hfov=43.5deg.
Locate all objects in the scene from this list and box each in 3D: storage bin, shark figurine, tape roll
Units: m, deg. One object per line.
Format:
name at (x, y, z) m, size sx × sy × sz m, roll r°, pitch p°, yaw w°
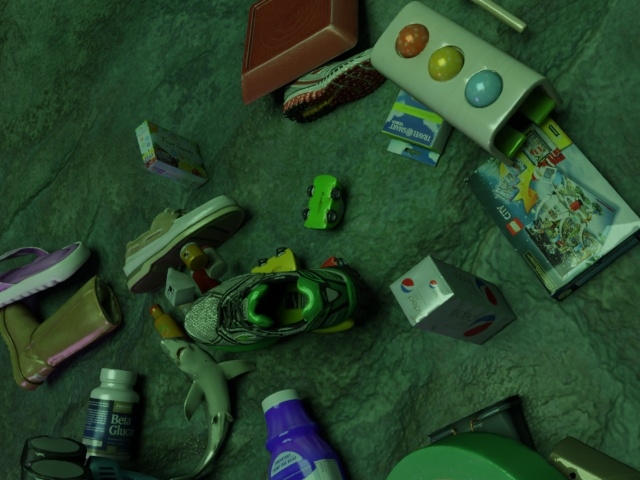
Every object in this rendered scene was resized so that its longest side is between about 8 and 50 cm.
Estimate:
storage bin at (0.229, 0.283, 1.115) m, size 0.135 × 0.098 × 0.091 m, roll -33°, pitch 70°, yaw 24°
shark figurine at (-0.208, 0.300, 1.438) m, size 0.116 × 0.166 × 0.278 m, roll 5°, pitch 98°, yaw 62°
tape roll at (0.210, 0.410, 1.023) m, size 0.321 × 0.077 × 0.321 m, roll 11°, pitch 105°, yaw 47°

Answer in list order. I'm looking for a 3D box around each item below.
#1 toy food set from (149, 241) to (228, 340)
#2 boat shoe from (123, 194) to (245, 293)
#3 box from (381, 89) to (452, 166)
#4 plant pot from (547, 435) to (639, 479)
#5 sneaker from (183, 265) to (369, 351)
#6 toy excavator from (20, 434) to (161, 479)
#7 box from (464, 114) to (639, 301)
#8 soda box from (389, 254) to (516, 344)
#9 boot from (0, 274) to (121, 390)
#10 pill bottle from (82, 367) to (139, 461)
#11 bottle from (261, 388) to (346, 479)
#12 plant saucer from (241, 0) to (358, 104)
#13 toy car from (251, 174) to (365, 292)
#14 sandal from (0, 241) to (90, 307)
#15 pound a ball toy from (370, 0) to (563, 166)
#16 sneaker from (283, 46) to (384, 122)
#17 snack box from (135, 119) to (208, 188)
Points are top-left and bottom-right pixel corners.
toy food set at (-0.247, 0.081, 1.489) m, size 0.104 × 0.111 × 0.232 m, roll 46°, pitch 136°, yaw 36°
boat shoe at (-0.277, -0.012, 1.548) m, size 0.302 × 0.113 × 0.103 m, roll -33°, pitch 65°, yaw 25°
box at (0.177, -0.223, 1.327) m, size 0.109 × 0.042 × 0.178 m, roll 25°, pitch 91°, yaw 38°
plant pot at (0.327, 0.321, 1.025) m, size 0.109 × 0.096 × 0.109 m, roll 24°, pitch 92°, yaw 38°
sneaker at (-0.101, 0.102, 1.303) m, size 0.344 × 0.146 × 0.134 m, roll -17°, pitch 75°, yaw 35°
toy excavator at (-0.268, 0.490, 1.282) m, size 0.433 × 0.445 × 0.222 m, roll -171°, pitch 93°, yaw -71°
box at (0.335, -0.052, 1.161) m, size 0.159 × 0.044 × 0.233 m, roll -42°, pitch 57°, yaw 19°
soda box at (0.189, 0.087, 1.117) m, size 0.074 × 0.216 × 0.069 m, roll -41°, pitch 58°, yaw 20°
boot at (-0.557, 0.162, 1.723) m, size 0.269 × 0.089 × 0.236 m, roll -39°, pitch 61°, yaw 17°
pill bottle at (-0.401, 0.335, 1.546) m, size 0.094 × 0.094 × 0.169 m, roll -2°, pitch 76°, yaw 35°
bottle at (-0.021, 0.375, 1.262) m, size 0.118 × 0.092 × 0.282 m, roll -35°, pitch 59°, yaw 25°
plant saucer at (-0.049, -0.405, 1.494) m, size 0.258 × 0.048 × 0.259 m, roll -22°, pitch 48°, yaw 29°
toy car at (0.000, 0.000, 1.383) m, size 0.239 × 0.053 × 0.225 m, roll 7°, pitch 80°, yaw 36°
sandal at (-0.687, 0.068, 1.786) m, size 0.416 × 0.102 × 0.169 m, roll -20°, pitch 21°, yaw 22°
pound a ball toy at (0.217, -0.288, 1.206) m, size 0.208 × 0.136 × 0.319 m, roll -52°, pitch 54°, yaw 10°
sneaker at (0.020, -0.296, 1.432) m, size 0.225 × 0.088 × 0.092 m, roll -19°, pitch 65°, yaw 30°
snack box at (-0.293, -0.168, 1.586) m, size 0.037 × 0.141 × 0.100 m, roll -35°, pitch 59°, yaw 24°
